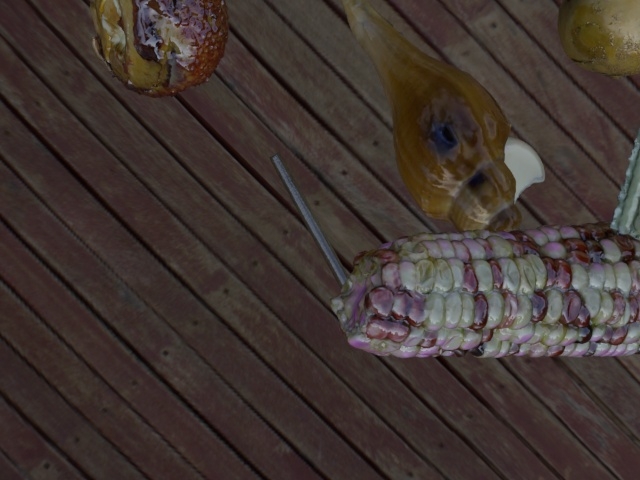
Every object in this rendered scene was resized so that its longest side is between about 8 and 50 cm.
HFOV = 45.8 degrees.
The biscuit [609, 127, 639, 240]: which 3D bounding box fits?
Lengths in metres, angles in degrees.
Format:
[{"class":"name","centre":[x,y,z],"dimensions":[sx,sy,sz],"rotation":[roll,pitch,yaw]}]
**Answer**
[{"class":"biscuit","centre":[0.249,-0.116,0.415],"dimensions":[0.147,0.046,0.249],"rotation":[0,112,-31]}]

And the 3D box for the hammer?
[{"class":"hammer","centre":[0.000,0.000,1.430],"dimensions":[0.044,0.111,0.365],"rotation":[-29,96,7]}]

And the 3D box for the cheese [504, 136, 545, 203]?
[{"class":"cheese","centre":[0.349,-0.165,1.540],"dimensions":[0.249,0.071,0.163],"rotation":[41,73,-24]}]

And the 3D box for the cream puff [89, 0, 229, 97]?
[{"class":"cream puff","centre":[-0.300,-0.434,1.458],"dimensions":[0.229,0.350,0.350],"rotation":[-17,93,-29]}]

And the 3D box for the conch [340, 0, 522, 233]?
[{"class":"conch","centre":[0.100,-0.118,0.694],"dimensions":[0.109,0.093,0.330],"rotation":[-33,73,15]}]

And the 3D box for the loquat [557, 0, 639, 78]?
[{"class":"loquat","centre":[0.570,-0.423,1.436],"dimensions":[0.235,0.235,0.234],"rotation":[0,93,-2]}]

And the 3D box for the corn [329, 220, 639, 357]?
[{"class":"corn","centre":[0.139,0.028,0.473],"dimensions":[0.281,0.092,0.092],"rotation":[1,93,-24]}]
